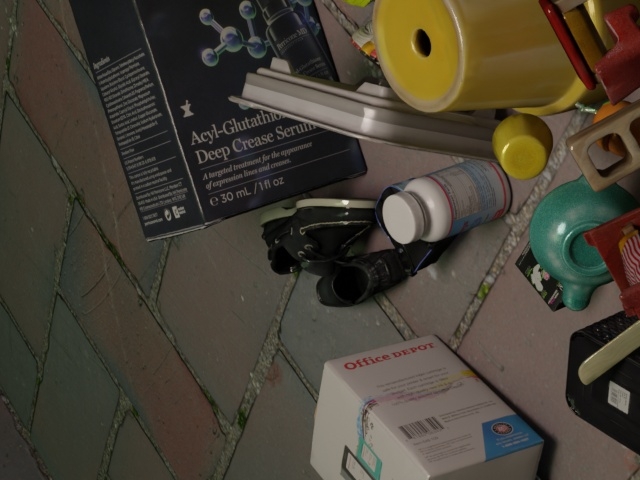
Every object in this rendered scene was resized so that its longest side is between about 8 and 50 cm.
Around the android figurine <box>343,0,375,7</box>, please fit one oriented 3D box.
[{"bbox_3d":[0.009,-0.421,1.917,0.273,0.056,0.248,49,169,-3],"label":"android figurine"}]

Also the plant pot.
[{"bbox_3d":[0.198,-0.251,1.620,0.254,0.239,0.254,35,135,44],"label":"plant pot"}]

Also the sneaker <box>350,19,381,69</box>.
[{"bbox_3d":[0.104,-0.264,1.873,0.088,0.092,0.225,38,-173,-14],"label":"sneaker"}]

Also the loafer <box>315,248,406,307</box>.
[{"bbox_3d":[0.046,0.062,2.182,0.223,0.078,0.076,-24,86,59],"label":"loafer"}]

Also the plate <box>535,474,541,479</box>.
[{"bbox_3d":[0.292,0.392,2.037,0.188,0.024,0.188,35,135,45],"label":"plate"}]

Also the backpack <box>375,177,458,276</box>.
[{"bbox_3d":[0.136,-0.028,1.986,0.114,0.084,0.105,54,145,17],"label":"backpack"}]

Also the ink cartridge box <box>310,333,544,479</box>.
[{"bbox_3d":[0.142,0.299,2.016,0.270,0.198,0.197,45,137,45],"label":"ink cartridge box"}]

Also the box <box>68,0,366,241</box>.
[{"bbox_3d":[-0.154,-0.233,2.123,0.212,0.293,0.395,-13,96,58],"label":"box"}]

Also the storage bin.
[{"bbox_3d":[0.388,0.178,1.712,0.180,0.084,0.122,31,132,45],"label":"storage bin"}]

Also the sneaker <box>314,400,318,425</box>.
[{"bbox_3d":[0.063,0.335,2.314,0.083,0.084,0.215,-13,105,55],"label":"sneaker"}]

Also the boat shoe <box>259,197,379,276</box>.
[{"bbox_3d":[-0.004,0.000,2.154,0.340,0.127,0.113,-10,78,61],"label":"boat shoe"}]

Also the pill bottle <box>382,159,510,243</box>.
[{"bbox_3d":[0.163,-0.049,1.860,0.087,0.160,0.087,34,134,45],"label":"pill bottle"}]

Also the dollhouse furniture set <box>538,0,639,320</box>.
[{"bbox_3d":[0.318,-0.070,1.452,0.374,0.152,0.201,58,-171,-15],"label":"dollhouse furniture set"}]

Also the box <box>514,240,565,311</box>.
[{"bbox_3d":[0.299,0.036,1.791,0.083,0.062,0.052,55,144,25],"label":"box"}]

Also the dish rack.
[{"bbox_3d":[0.073,-0.171,1.853,0.333,0.285,0.072,23,103,50],"label":"dish rack"}]

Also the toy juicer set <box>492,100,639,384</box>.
[{"bbox_3d":[0.342,-0.016,1.631,0.089,0.209,0.329,-75,-37,-68],"label":"toy juicer set"}]
